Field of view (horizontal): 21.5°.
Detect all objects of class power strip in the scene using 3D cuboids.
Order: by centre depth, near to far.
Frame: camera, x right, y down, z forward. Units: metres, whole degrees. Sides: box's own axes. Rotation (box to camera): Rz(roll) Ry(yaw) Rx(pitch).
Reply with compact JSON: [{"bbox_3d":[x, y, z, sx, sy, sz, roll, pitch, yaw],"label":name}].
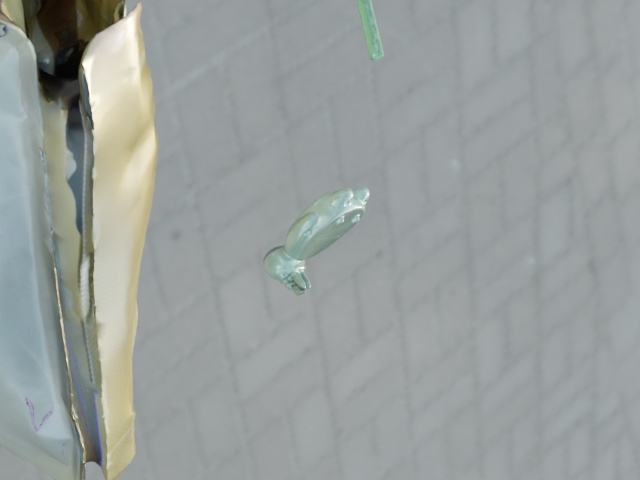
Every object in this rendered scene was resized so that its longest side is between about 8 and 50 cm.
[{"bbox_3d":[0.000,0.000,1.046,0.083,0.035,0.055,-44,162,24],"label":"power strip"}]

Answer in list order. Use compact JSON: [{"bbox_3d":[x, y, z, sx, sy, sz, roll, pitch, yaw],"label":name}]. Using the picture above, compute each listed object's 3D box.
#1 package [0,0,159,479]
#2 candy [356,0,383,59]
[{"bbox_3d":[-0.148,-0.021,0.905,0.221,0.165,0.311,-46,146,-43],"label":"package"},{"bbox_3d":[0.009,-0.190,0.919,0.058,0.062,0.193,-2,77,-45],"label":"candy"}]
